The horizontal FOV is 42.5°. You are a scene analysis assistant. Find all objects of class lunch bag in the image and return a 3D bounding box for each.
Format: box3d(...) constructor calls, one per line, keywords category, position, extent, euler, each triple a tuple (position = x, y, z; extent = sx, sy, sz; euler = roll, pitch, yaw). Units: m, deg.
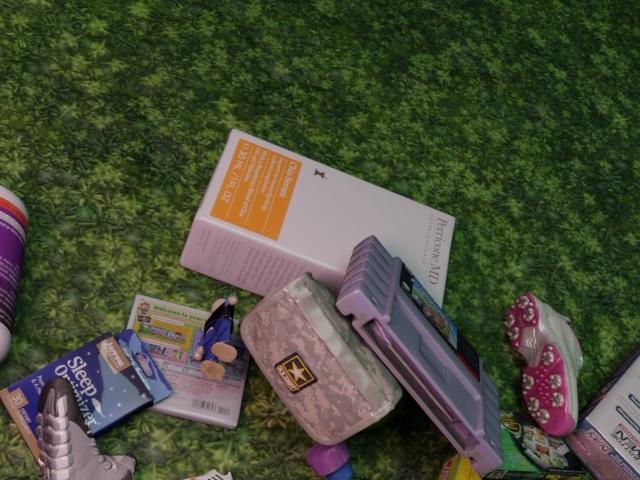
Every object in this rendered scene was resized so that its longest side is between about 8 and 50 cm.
box3d(category="lunch bag", position=(-0.006, 0.177, 1.265), extent=(0.169, 0.287, 0.235), euler=(-34, 86, -13))

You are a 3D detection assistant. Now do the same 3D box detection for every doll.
box3d(category="doll", position=(-0.167, 0.149, 1.336), extent=(0.046, 0.129, 0.189), euler=(29, 19, -16))

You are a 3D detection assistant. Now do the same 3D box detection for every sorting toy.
box3d(category="sorting toy", position=(0.131, 0.307, 1.400), extent=(0.365, 0.127, 0.126), euler=(-37, 99, -39))

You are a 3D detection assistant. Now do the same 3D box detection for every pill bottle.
box3d(category="pill bottle", position=(-0.546, 0.074, 1.226), extent=(0.181, 0.181, 0.323), euler=(7, 55, -17))

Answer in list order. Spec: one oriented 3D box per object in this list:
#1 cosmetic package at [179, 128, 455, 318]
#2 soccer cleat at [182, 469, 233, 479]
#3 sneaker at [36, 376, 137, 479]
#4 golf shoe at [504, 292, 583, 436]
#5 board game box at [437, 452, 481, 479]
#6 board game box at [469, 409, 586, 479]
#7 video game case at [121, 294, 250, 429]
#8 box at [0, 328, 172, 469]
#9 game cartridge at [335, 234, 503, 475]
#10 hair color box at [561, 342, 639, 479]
box3d(category="cosmetic package", position=(0.000, 0.000, 1.508), extent=(0.453, 0.161, 0.230), euler=(21, 52, -8))
box3d(category="soccer cleat", position=(-0.174, 0.370, 1.269), extent=(0.083, 0.029, 0.036), euler=(9, 46, -20))
box3d(category="sneaker", position=(-0.331, 0.300, 1.184), extent=(0.132, 0.086, 0.229), euler=(-4, 98, -36))
box3d(category="golf shoe", position=(0.446, 0.233, 1.542), extent=(0.140, 0.115, 0.306), euler=(20, 42, -21))
box3d(category="board game box", position=(0.210, 0.435, 1.334), extent=(0.043, 0.092, 0.181), euler=(29, 52, 0))
box3d(category="board game box", position=(0.334, 0.349, 1.409), extent=(0.259, 0.030, 0.136), euler=(15, 34, -36))
box3d(category="video game case", position=(-0.226, 0.200, 1.368), extent=(0.212, 0.023, 0.193), euler=(15, 53, -10))
box3d(category="box", position=(-0.356, 0.233, 1.263), extent=(0.225, 0.036, 0.136), euler=(-29, 71, -26))
box3d(category="game cartridge", position=(0.166, 0.168, 1.292), extent=(0.355, 0.068, 0.230), euler=(50, 25, -12))
box3d(category="hair color box", position=(0.624, 0.323, 1.568), extent=(0.347, 0.105, 0.174), euler=(-33, 73, -36))
